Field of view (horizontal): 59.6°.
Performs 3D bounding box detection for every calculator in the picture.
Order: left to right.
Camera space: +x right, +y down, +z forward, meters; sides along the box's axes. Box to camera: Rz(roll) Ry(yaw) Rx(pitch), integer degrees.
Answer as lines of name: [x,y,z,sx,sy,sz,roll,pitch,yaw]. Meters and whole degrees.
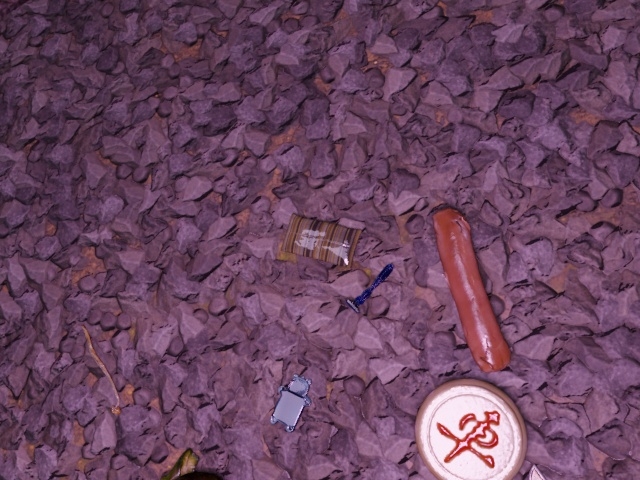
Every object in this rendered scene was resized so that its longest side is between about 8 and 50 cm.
calculator: [-0.072,0.412,1.427,0.094,0.019,0.141,22,80,17]

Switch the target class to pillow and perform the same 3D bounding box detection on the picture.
pillow: [0.000,0.000,1.505,0.204,0.038,0.113,13,79,16]

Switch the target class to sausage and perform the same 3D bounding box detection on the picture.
sausage: [0.360,0.111,1.362,0.094,0.094,0.418,-4,71,-28]

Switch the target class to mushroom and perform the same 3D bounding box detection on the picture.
mushroom: [-0.616,0.358,1.575,0.026,0.028,0.286,-49,62,43]

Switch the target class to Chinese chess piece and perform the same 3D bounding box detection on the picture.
Chinese chess piece: [0.341,0.443,1.277,0.251,0.097,0.250,-4,75,14]

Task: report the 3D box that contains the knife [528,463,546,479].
knife: [0.523,0.621,1.225,0.046,0.022,0.255,-27,67,12]

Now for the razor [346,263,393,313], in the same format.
razor: [0.133,0.119,1.447,0.044,0.028,0.154,43,90,19]

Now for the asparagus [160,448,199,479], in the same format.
asparagus: [-0.403,0.667,1.411,0.080,0.080,0.287,33,86,19]

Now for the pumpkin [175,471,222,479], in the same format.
pumpkin: [-0.289,0.625,1.366,0.184,0.107,0.119,33,116,-16]
